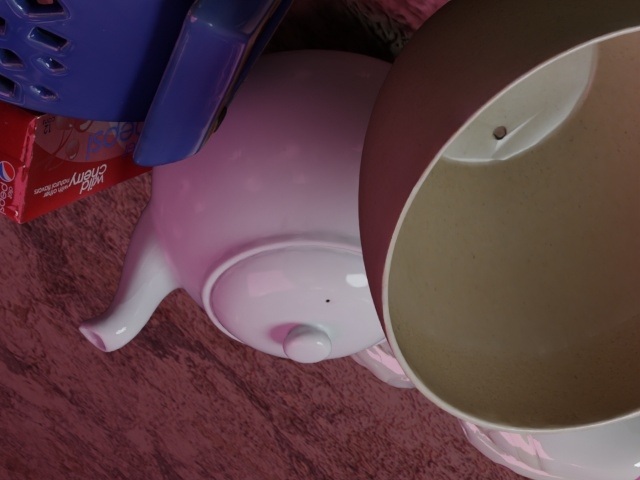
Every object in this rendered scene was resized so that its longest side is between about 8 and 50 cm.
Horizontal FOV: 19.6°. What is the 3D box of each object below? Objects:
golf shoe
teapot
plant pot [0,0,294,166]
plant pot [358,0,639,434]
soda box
[{"bbox_3d":[0.142,0.093,1.467,0.306,0.115,0.140,29,150,12],"label":"golf shoe"},{"bbox_3d":[0.000,0.000,1.312,0.252,0.187,0.256,22,140,-29],"label":"teapot"},{"bbox_3d":[-0.113,-0.198,1.159,0.212,0.236,0.236,31,152,-2],"label":"plant pot"},{"bbox_3d":[0.138,-0.052,1.100,0.284,0.284,0.191,61,180,-41],"label":"plant pot"},{"bbox_3d":[-0.164,-0.096,1.347,0.092,0.263,0.083,25,117,23],"label":"soda box"}]
